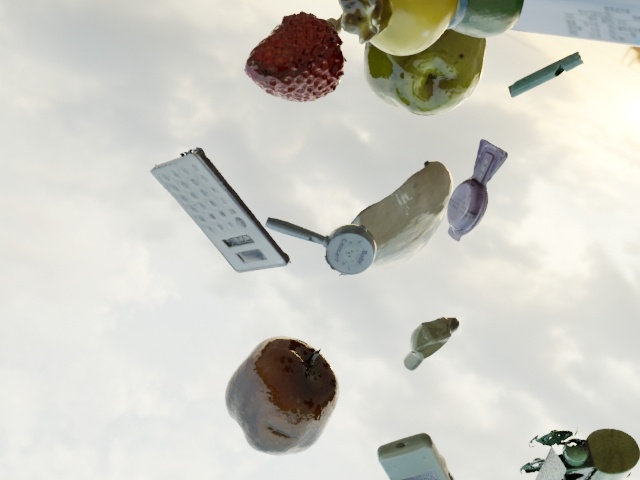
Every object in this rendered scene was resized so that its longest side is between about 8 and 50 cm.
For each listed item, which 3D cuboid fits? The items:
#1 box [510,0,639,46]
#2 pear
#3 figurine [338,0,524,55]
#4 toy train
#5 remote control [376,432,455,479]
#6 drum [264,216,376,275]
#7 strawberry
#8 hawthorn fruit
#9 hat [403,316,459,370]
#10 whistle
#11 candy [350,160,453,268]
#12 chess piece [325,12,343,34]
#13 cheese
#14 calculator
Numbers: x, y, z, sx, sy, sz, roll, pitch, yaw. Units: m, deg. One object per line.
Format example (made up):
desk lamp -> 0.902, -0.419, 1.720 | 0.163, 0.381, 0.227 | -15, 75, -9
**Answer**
box -> 0.312, -0.351, 1.072 | 0.369, 0.190, 0.112 | 17, 160, 32
pear -> 0.238, -0.422, 1.966 | 0.294, 0.294, 0.294 | 21, -153, -12
figurine -> 0.108, -0.293, 0.919 | 0.234, 0.185, 0.127 | -13, -175, -27
toy train -> 0.494, 0.436, 1.655 | 0.189, 0.307, 0.126 | -16, -123, -8
remote control -> 0.244, 0.570, 2.070 | 0.056, 0.140, 0.296 | -96, -18, -49
drum -> 0.011, -0.016, 1.925 | 0.253, 0.130, 0.049 | 32, -156, -11
strawberry -> -0.065, -0.399, 1.930 | 0.205, 0.205, 0.244 | 40, -141, 23
hawthorn fruit -> -0.085, 0.358, 2.095 | 0.267, 0.301, 0.268 | 22, -152, -13
hat -> 0.263, 0.249, 2.161 | 0.081, 0.166, 0.122 | 41, -137, 1
whistle -> 0.543, -0.402, 2.091 | 0.039, 0.186, 0.039 | 46, -150, -37
candy -> 0.253, -0.054, 2.588 | 0.186, 0.386, 0.427 | 47, 180, 9
chess piece -> 0.034, -0.540, 2.180 | 0.172, 0.060, 0.060 | -35, -118, -30
cheese -> 0.283, -0.088, 1.593 | 0.042, 0.191, 0.105 | 14, -162, -27
calculator -> -0.172, -0.042, 1.488 | 0.262, 0.161, 0.021 | 51, -125, -21
